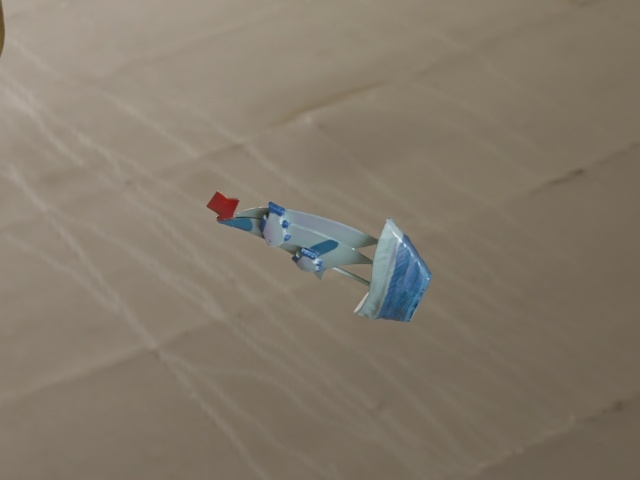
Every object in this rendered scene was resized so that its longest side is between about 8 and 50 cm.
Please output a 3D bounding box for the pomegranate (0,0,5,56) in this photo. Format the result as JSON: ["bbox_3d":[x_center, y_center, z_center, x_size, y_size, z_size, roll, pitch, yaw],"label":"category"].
[{"bbox_3d":[-0.438,-0.222,1.662,0.248,0.248,0.248,-13,-151,7],"label":"pomegranate"}]

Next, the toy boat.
[{"bbox_3d":[0.009,-0.001,1.015,0.105,0.149,0.034,-33,-158,54],"label":"toy boat"}]
